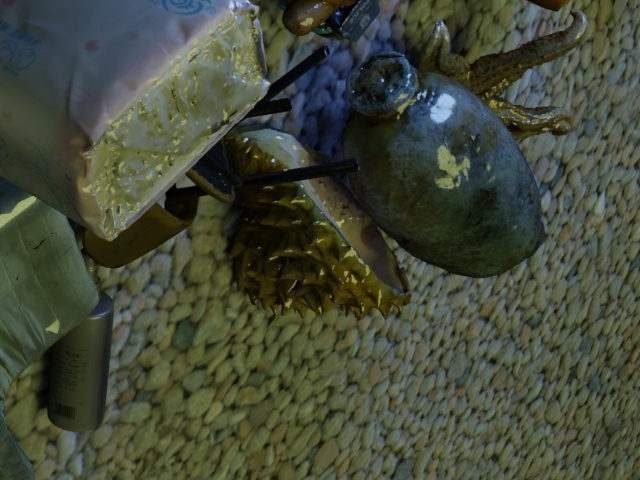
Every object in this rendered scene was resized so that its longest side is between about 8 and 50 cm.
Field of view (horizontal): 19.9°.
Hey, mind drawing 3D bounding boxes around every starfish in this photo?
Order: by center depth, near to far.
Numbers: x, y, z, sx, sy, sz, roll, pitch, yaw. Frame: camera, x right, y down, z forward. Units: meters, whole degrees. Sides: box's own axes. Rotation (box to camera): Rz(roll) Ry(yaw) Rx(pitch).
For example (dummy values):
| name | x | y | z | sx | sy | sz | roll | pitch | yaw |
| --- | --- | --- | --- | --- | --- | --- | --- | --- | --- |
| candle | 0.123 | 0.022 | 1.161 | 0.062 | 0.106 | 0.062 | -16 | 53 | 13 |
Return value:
| name | x | y | z | sx | sy | sz | roll | pitch | yaw |
| --- | --- | --- | --- | --- | --- | --- | --- | --- | --- |
| starfish | 0.157 | -0.141 | 2.073 | 0.375 | 0.094 | 0.327 | -5 | 134 | -37 |

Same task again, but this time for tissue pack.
| name | x | y | z | sx | sy | sz | roll | pitch | yaw |
| --- | --- | --- | --- | --- | --- | --- | --- | --- | --- |
| tissue pack | -0.200 | -0.144 | 1.391 | 0.201 | 0.271 | 0.124 | -47 | 148 | -23 |

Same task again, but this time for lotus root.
| name | x | y | z | sx | sy | sz | roll | pitch | yaw |
| --- | --- | --- | --- | --- | --- | --- | --- | --- | --- |
| lotus root | 0.141 | -0.057 | 1.949 | 0.175 | 0.175 | 0.349 | -56 | 134 | -9 |

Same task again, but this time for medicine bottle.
| name | x | y | z | sx | sy | sz | roll | pitch | yaw |
| --- | --- | --- | --- | --- | --- | --- | --- | --- | --- |
| medicine bottle | -0.227 | 0.088 | 1.739 | 0.057 | 0.057 | 0.199 | -25 | 132 | -45 |

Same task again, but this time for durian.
| name | x | y | z | sx | sy | sz | roll | pitch | yaw |
| --- | --- | --- | --- | --- | --- | --- | --- | --- | --- |
| durian | 0.011 | 0.009 | 1.903 | 0.185 | 0.195 | 0.305 | -50 | 150 | -6 |

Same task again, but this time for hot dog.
| name | x | y | z | sx | sy | sz | roll | pitch | yaw |
| --- | --- | --- | --- | --- | --- | --- | --- | --- | --- |
| hot dog | 0.012 | -0.235 | 1.646 | 0.140 | 0.089 | 0.060 | -42 | 110 | -54 |

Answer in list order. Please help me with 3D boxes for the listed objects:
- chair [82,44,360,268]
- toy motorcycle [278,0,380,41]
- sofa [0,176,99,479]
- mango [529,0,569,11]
| name | x | y | z | sx | sy | sz | roll | pitch | yaw |
| --- | --- | --- | --- | --- | --- | --- | --- | --- | --- |
| chair | -0.114 | -0.096 | 1.676 | 0.246 | 0.172 | 0.159 | -21 | 153 | 17 |
| toy motorcycle | 0.062 | -0.309 | 1.793 | 0.272 | 0.123 | 0.182 | -52 | 153 | -6 |
| sofa | -0.268 | 0.071 | 1.550 | 0.225 | 0.176 | 0.210 | -44 | 144 | -26 |
| mango | 0.237 | -0.328 | 1.991 | 0.126 | 0.154 | 0.252 | -56 | 157 | 13 |
